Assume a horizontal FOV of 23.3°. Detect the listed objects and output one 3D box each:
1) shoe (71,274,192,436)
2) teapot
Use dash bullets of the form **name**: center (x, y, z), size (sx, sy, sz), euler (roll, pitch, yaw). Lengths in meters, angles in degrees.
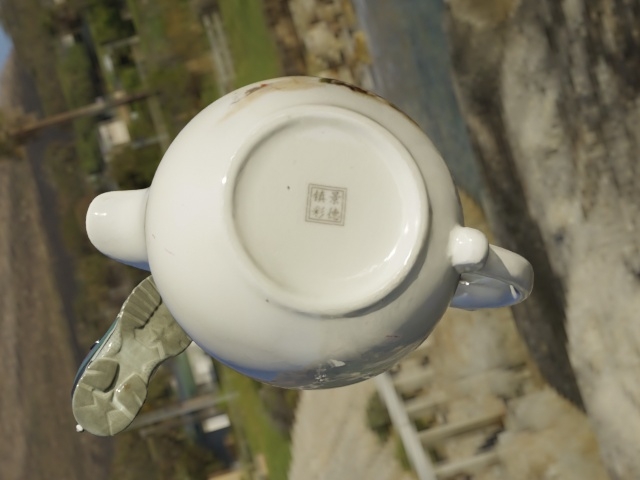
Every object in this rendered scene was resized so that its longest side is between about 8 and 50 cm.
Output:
- **shoe**: center (-0.176, 0.104, 1.404), size (0.071, 0.169, 0.099), euler (38, 157, -13)
- **teapot**: center (0.000, 0.000, 1.006), size (0.139, 0.298, 0.204), euler (127, 158, -69)
